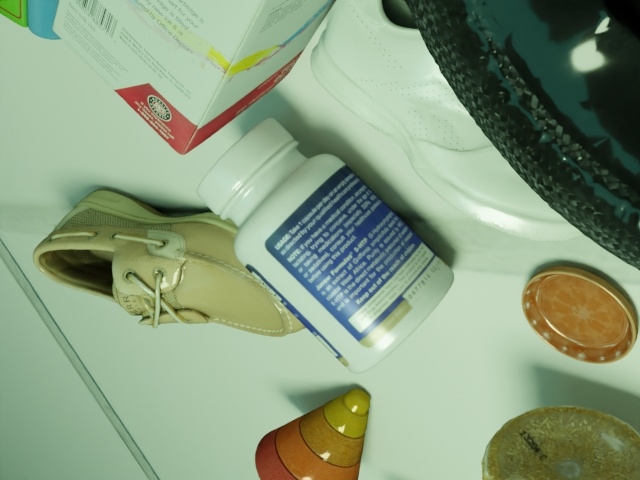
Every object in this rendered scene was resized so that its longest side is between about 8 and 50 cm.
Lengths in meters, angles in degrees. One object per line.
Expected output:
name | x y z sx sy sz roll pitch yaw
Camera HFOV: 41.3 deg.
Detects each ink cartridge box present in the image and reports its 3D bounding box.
ink cartridge box | -0.067 -0.169 0.531 0.128 0.127 0.176 46 145 0

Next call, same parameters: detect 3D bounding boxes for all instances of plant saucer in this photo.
plant saucer | 0.183 0.052 0.600 0.083 0.013 0.083 28 142 24

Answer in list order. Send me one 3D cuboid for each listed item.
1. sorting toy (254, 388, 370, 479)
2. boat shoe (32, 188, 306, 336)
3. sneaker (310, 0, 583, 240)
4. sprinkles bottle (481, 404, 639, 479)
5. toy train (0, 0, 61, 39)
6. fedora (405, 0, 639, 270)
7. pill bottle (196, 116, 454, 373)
sorting toy | 0.111 0.272 0.849 0.365 0.127 0.126 35 114 9
boat shoe | -0.151 0.040 0.844 0.341 0.110 0.121 13 134 38
sneaker | 0.089 -0.086 0.511 0.212 0.080 0.094 38 133 12
sprinkles bottle | 0.200 0.296 0.673 0.121 0.121 0.355 15 131 36
toy train | -0.193 -0.246 0.616 0.143 0.105 0.248 31 144 2
fedora | 0.175 -0.139 0.288 0.334 0.152 0.334 28 135 31
pill bottle | 0.000 0.000 0.649 0.186 0.112 0.112 45 145 0
